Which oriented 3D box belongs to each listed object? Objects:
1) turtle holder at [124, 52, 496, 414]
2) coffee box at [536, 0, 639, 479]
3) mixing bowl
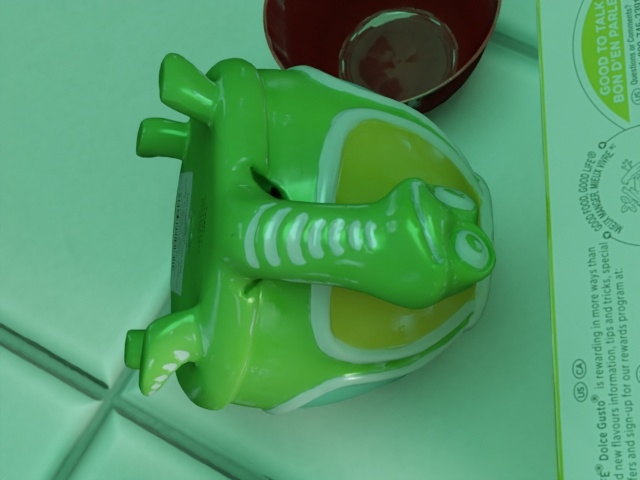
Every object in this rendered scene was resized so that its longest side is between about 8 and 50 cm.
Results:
[{"bbox_3d":[-0.002,-0.014,0.924,0.227,0.320,0.243,5,60,-12],"label":"turtle holder"},{"bbox_3d":[0.318,0.026,0.793,0.334,0.337,0.338,-8,66,19],"label":"coffee box"},{"bbox_3d":[0.054,-0.162,1.085,0.181,0.098,0.181,-4,68,10],"label":"mixing bowl"}]
